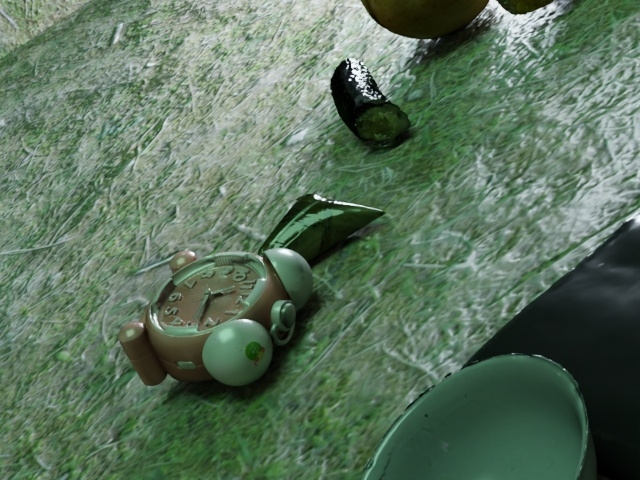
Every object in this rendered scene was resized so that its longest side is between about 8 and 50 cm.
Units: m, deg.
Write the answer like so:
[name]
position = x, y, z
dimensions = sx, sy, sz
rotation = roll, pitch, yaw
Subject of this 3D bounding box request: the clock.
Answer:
[clock]
position = -0.093, 0.080, 1.327
dimensions = 0.162, 0.093, 0.166
rotation = -4, 37, 33

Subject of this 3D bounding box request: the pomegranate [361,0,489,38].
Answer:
[pomegranate]
position = 0.140, -0.351, 1.710
dimensions = 0.196, 0.196, 0.196
rotation = -28, 25, 14

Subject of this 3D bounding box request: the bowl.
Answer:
[bowl]
position = 0.116, 0.173, 0.871
dimensions = 0.189, 0.086, 0.189
rotation = -33, 31, 23

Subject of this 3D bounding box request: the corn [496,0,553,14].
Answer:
[corn]
position = 0.321, -0.377, 1.634
dimensions = 0.313, 0.102, 0.102
rotation = -46, 27, -17

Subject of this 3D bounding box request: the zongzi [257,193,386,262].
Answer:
[zongzi]
position = 0.000, 0.000, 1.405
dimensions = 0.113, 0.052, 0.104
rotation = 10, 56, 40

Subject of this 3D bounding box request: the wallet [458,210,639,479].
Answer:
[wallet]
position = 0.278, 0.088, 0.874
dimensions = 0.228, 0.062, 0.406
rotation = -41, 24, -14

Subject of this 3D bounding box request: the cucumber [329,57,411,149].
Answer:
[cucumber]
position = 0.049, -0.171, 1.638
dimensions = 0.067, 0.067, 0.245
rotation = -33, 22, 2
